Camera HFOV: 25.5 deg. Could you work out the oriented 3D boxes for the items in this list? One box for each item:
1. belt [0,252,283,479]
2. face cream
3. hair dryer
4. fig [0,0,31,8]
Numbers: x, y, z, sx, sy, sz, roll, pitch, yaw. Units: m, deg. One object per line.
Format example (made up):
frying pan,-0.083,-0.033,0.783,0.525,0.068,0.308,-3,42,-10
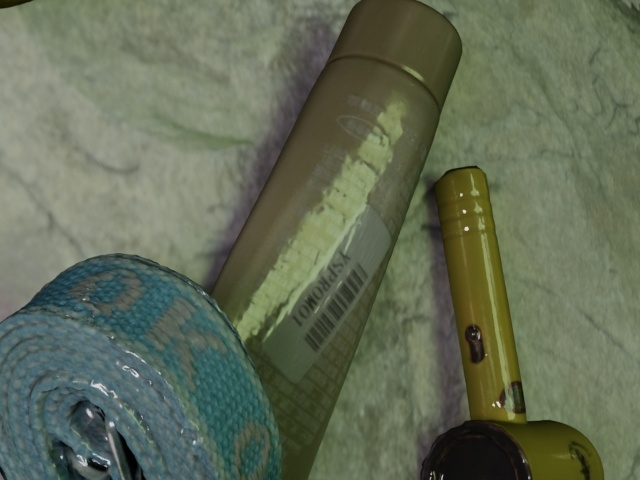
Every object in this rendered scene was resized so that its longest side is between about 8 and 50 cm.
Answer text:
belt,-0.090,0.091,0.685,0.082,0.148,0.163,-44,146,-52
face cream,0.000,0.000,0.890,0.137,0.084,0.341,43,59,-38
hair dryer,0.132,0.084,1.047,0.135,0.090,0.278,7,71,-53
fig,-0.187,-0.188,0.656,0.126,0.185,0.133,74,39,-89
